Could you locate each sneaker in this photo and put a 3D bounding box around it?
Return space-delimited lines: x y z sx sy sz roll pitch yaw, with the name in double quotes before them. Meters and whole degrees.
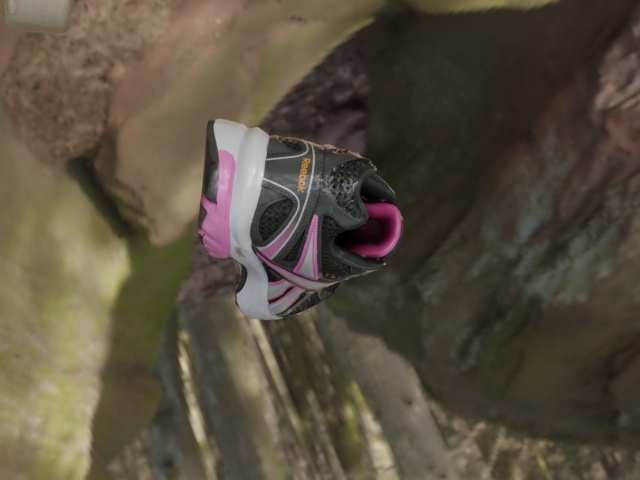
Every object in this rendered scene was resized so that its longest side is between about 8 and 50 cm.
"sneaker" 0.000 0.000 0.603 0.077 0.072 0.178 6 171 10

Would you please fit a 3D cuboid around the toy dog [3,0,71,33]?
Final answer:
"toy dog" -0.193 -0.245 0.655 0.220 0.161 0.333 -17 115 -7
